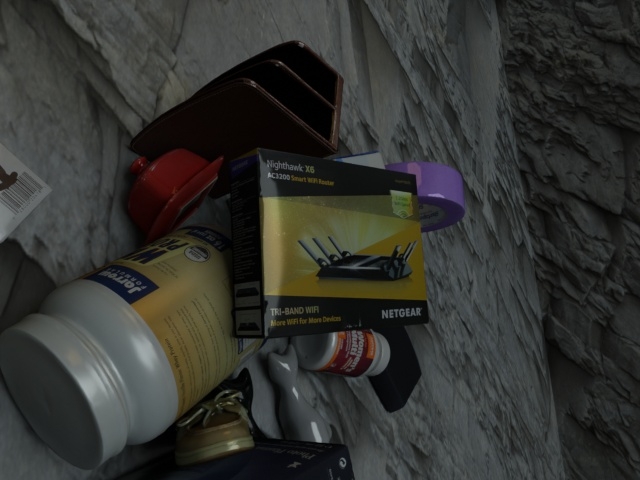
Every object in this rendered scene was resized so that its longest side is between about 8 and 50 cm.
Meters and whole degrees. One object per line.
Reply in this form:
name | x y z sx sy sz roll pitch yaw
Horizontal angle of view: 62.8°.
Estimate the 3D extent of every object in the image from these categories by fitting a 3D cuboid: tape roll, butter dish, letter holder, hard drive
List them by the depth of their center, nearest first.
butter dish | -0.256 -0.088 0.852 0.118 0.160 0.160 41 45 -5
letter holder | -0.147 -0.214 0.875 0.214 0.301 0.152 29 57 -43
tape roll | 0.220 -0.099 1.316 0.274 0.274 0.090 21 63 -46
hard drive | 0.173 0.281 1.318 0.172 0.054 0.255 -41 111 -49

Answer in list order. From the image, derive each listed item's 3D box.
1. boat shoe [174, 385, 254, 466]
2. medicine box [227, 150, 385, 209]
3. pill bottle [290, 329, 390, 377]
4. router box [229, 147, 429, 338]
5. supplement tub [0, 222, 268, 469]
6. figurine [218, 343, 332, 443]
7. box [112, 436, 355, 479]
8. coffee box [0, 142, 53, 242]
boat shoe | -0.163 0.258 0.756 0.104 0.285 0.089 -6 80 -21
medicine box | 0.000 0.000 0.999 0.149 0.289 0.264 -22 96 -50
pill bottle | 0.049 0.229 1.126 0.221 0.121 0.121 24 61 -45
router box | 0.022 0.011 0.769 0.308 0.081 0.243 2 81 -39
supplement tub | -0.232 0.128 0.723 0.316 0.228 0.228 -35 106 -51
figurine | -0.087 0.315 0.966 0.214 0.092 0.210 -18 89 -53
box | -0.145 0.394 0.692 0.294 0.296 0.183 -6 84 -52
coffee box | -0.456 -0.098 0.588 0.246 0.141 0.098 49 46 -28
